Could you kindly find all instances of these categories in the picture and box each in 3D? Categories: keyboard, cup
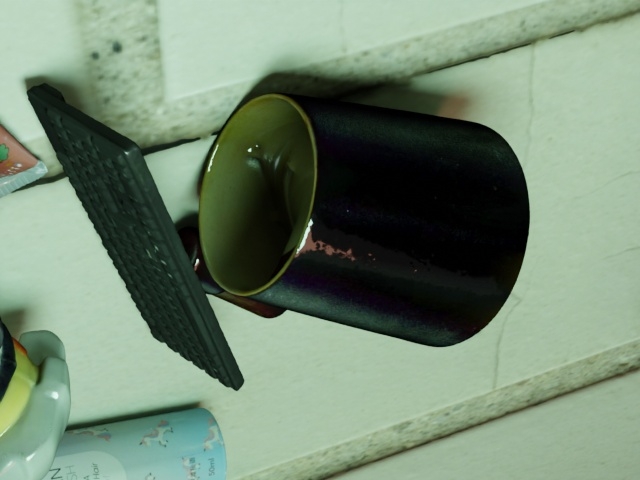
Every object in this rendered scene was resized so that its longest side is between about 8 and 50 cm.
[{"bbox_3d":[-0.123,0.006,1.156,0.018,0.101,0.309,-48,151,-19],"label":"keyboard"},{"bbox_3d":[0.008,0.009,1.187,0.177,0.166,0.239,10,128,-36],"label":"cup"}]

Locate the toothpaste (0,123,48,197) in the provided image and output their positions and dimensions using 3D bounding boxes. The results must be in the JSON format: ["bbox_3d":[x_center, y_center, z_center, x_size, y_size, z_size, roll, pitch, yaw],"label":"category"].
[{"bbox_3d":[-0.246,-0.075,1.016,0.089,0.057,0.234,-26,154,1],"label":"toothpaste"}]

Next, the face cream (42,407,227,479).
[{"bbox_3d":[-0.192,0.188,1.344,0.229,0.075,0.075,-8,140,-26],"label":"face cream"}]

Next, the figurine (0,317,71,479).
[{"bbox_3d":[-0.270,0.087,1.119,0.176,0.133,0.236,-10,141,17],"label":"figurine"}]
